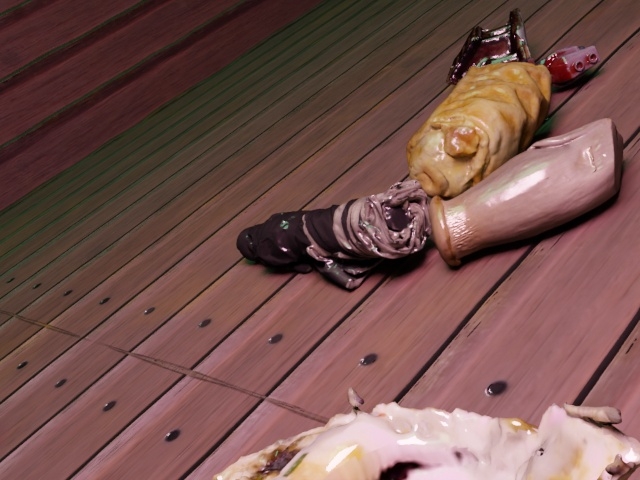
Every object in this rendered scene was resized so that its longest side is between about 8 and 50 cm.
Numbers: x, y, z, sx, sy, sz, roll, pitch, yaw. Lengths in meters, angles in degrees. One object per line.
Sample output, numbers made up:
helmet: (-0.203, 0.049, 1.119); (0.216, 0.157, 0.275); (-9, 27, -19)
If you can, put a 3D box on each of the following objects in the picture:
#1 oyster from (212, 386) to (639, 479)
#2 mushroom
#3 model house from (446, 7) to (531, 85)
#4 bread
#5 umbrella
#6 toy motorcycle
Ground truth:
oyster: (0.050, 0.182, 0.535); (0.201, 0.107, 0.354); (-30, 12, -33)
mushroom: (0.235, -0.054, 0.869); (0.247, 0.096, 0.108); (-28, 40, 5)
model house: (0.284, -0.308, 1.342); (0.152, 0.106, 0.165); (-17, 20, 20)
bread: (0.203, -0.139, 1.009); (0.152, 0.130, 0.268); (-47, 0, 40)
umbrella: (0.005, 0.000, 1.042); (0.113, 0.106, 0.357); (-32, 13, -35)
toy motorcycle: (0.320, -0.233, 1.170); (0.213, 0.082, 0.122); (-32, 22, -7)
